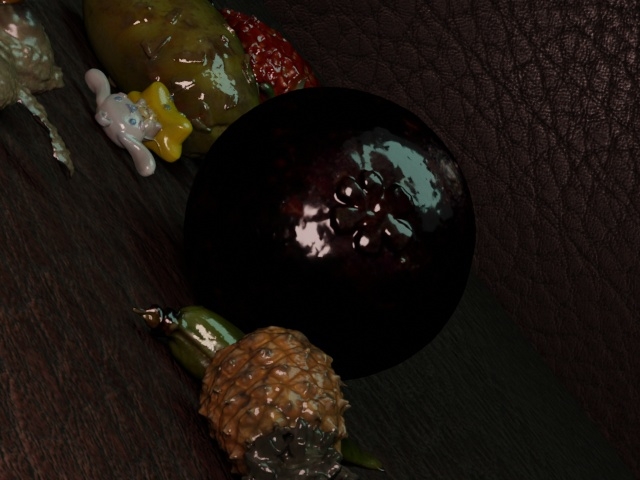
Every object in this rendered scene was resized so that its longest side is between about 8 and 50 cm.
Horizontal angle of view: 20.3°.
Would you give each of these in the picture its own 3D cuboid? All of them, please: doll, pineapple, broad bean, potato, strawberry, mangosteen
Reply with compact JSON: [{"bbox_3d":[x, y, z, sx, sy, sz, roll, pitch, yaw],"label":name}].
[{"bbox_3d":[-0.297,-0.147,1.508,0.203,0.091,0.286,42,18,16],"label":"doll"},{"bbox_3d":[-0.206,-0.131,1.917,0.135,0.071,0.113,46,28,1],"label":"doll"},{"bbox_3d":[-0.016,0.181,1.443,0.128,0.128,0.248,44,13,-38],"label":"pineapple"},{"bbox_3d":[-0.047,0.142,1.621,0.339,0.061,0.077,44,1,-39],"label":"broad bean"},{"bbox_3d":[-0.174,-0.220,2.089,0.176,0.141,0.298,5,47,-57],"label":"potato"},{"bbox_3d":[-0.081,-0.227,2.379,0.306,0.138,0.233,-114,-172,-45],"label":"strawberry"},{"bbox_3d":[0.000,0.008,1.767,0.297,0.313,0.297,16,48,-19],"label":"mangosteen"}]

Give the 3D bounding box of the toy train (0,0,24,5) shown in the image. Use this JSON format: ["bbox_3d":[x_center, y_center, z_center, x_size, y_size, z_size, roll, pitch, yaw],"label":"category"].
[{"bbox_3d":[-0.259,-0.351,1.668,0.163,0.232,0.369,65,-26,3],"label":"toy train"}]
